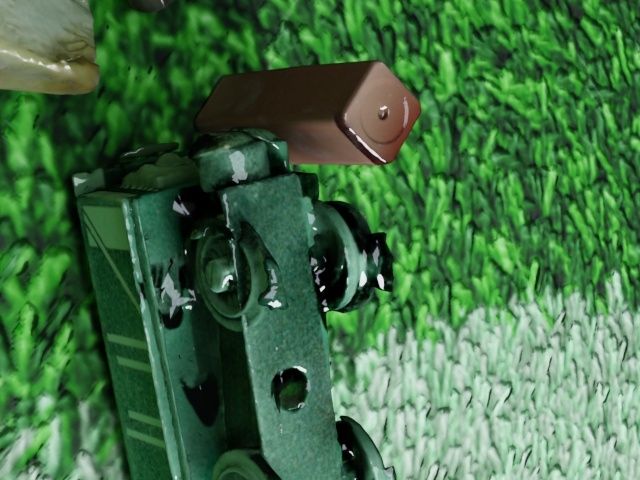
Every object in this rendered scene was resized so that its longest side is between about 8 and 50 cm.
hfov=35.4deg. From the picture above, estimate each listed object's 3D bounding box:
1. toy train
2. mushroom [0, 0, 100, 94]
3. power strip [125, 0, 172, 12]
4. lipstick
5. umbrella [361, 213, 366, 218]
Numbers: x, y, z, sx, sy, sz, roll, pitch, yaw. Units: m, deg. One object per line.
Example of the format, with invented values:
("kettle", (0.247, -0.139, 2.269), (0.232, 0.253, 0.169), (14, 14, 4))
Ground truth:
("toy train", (-0.039, 0.070, 0.557), (0.115, 0.154, 0.269), (-17, 104, -34))
("mushroom", (-0.242, -0.128, 0.421), (0.333, 0.107, 0.087), (6, 58, -36))
("power strip", (-0.111, -0.240, 0.496), (0.092, 0.034, 0.268), (-48, 139, -22))
("lipstick", (-0.012, -0.070, 0.568), (0.045, 0.145, 0.045), (39, 71, -33))
("umbrella", (-0.001, 0.000, 0.664), (0.083, 0.020, 0.031), (-20, 107, -39))
